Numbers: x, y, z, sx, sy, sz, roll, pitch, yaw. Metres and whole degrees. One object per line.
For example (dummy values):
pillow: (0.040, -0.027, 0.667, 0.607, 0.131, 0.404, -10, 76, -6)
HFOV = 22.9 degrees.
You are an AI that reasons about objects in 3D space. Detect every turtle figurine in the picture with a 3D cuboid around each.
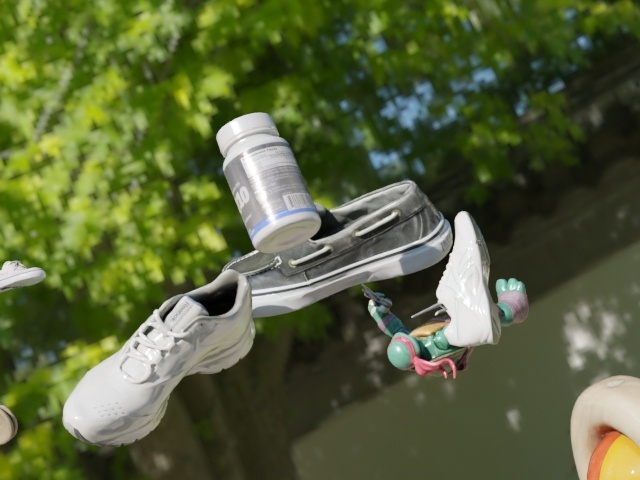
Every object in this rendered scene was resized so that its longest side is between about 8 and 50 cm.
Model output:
turtle figurine: (0.133, 0.098, 1.818, 0.175, 0.118, 0.234, -1, 6, 39)

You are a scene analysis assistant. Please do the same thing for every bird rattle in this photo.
bird rattle: (0.232, 0.185, 1.053, 0.143, 0.207, 0.253, -19, 8, -8)

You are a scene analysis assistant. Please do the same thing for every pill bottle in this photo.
pill bottle: (-0.058, -0.063, 1.690, 0.078, 0.137, 0.078, -20, -19, -7)

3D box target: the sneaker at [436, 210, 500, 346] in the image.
sneaker: (0.150, 0.041, 1.676, 0.061, 0.152, 0.053, -13, -24, 19)

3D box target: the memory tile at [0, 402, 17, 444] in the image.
memory tile: (-0.300, 0.111, 1.169, 0.148, 0.113, 0.012, -11, 24, 24)

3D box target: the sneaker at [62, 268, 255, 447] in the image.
sneaker: (-0.193, 0.130, 1.883, 0.297, 0.111, 0.129, -40, -24, -36)

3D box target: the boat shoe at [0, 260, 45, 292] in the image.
boat shoe: (-0.385, 0.042, 1.970, 0.100, 0.035, 0.035, -15, -14, 33)

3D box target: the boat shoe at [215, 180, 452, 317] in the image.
boat shoe: (0.000, 0.000, 1.997, 0.335, 0.119, 0.121, -18, 25, 22)
